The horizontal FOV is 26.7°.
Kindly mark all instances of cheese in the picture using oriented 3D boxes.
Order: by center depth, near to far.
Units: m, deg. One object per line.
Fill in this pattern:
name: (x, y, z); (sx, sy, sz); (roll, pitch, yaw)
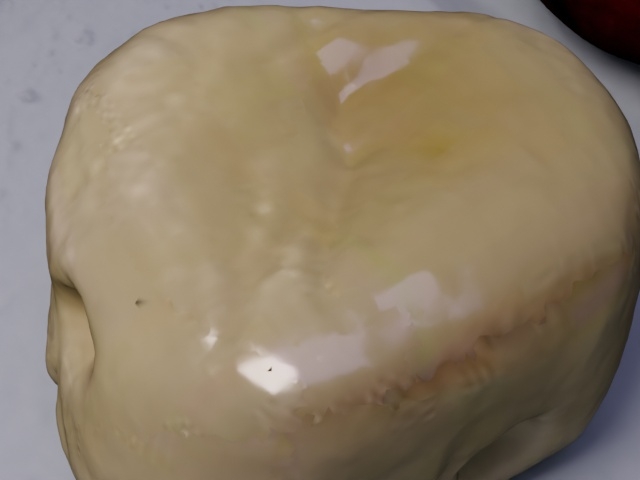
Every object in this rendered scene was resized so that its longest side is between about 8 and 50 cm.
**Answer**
cheese: (0.000, 0.000, 0.478); (0.218, 0.117, 0.235); (32, 55, 22)

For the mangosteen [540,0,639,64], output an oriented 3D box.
mangosteen: (0.172, -0.160, 0.583); (0.200, 0.200, 0.200); (1, 53, -1)
